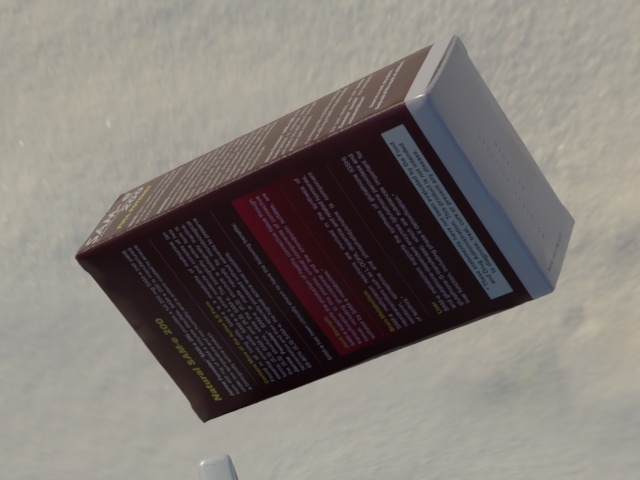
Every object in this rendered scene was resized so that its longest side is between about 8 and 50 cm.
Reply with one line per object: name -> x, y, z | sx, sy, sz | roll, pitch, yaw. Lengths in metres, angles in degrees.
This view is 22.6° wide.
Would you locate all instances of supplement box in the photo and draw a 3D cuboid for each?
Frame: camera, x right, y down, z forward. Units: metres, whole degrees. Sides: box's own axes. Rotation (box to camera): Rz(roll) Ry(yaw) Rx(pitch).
supplement box -> 0.000, 0.000, 0.869 | 0.239, 0.073, 0.130 | -23, 113, 30

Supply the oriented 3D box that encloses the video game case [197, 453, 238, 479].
video game case -> -0.036, 0.230, 0.902 | 0.022, 0.173, 0.190 | -13, 71, -7
